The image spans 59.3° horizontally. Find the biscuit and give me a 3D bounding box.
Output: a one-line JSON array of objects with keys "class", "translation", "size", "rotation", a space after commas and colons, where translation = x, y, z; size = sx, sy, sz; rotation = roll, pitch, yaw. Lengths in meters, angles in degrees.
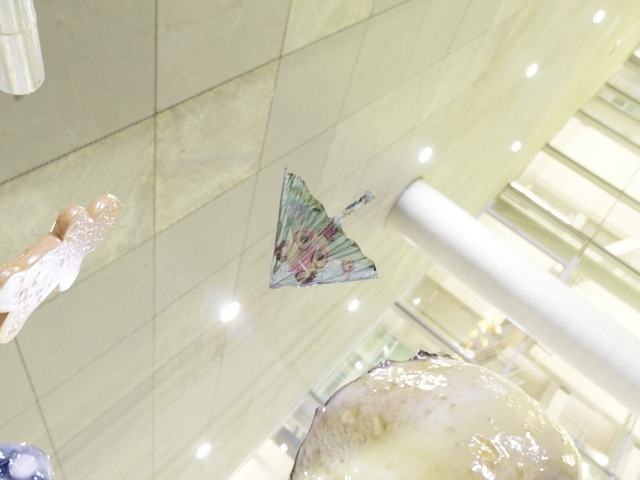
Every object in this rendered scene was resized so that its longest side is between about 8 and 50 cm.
[{"class": "biscuit", "translation": [-0.351, 0.019, 0.745], "size": [0.165, 0.036, 0.250], "rotation": [-57, -178, 44]}]

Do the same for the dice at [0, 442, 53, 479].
[{"class": "dice", "translation": [-0.549, 0.449, 0.916], "size": [0.181, 0.183, 0.182], "rotation": [13, 130, -34]}]

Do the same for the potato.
[{"class": "potato", "translation": [0.122, 0.237, 0.540], "size": [0.285, 0.242, 0.243], "rotation": [-23, 152, -25]}]

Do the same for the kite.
[{"class": "kite", "translation": [0.000, 0.000, 1.073], "size": [0.268, 0.013, 0.323], "rotation": [-44, 122, 0]}]

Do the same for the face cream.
[{"class": "face cream", "translation": [-0.412, -0.294, 0.730], "size": [0.077, 0.077, 0.250], "rotation": [-42, 177, -30]}]
